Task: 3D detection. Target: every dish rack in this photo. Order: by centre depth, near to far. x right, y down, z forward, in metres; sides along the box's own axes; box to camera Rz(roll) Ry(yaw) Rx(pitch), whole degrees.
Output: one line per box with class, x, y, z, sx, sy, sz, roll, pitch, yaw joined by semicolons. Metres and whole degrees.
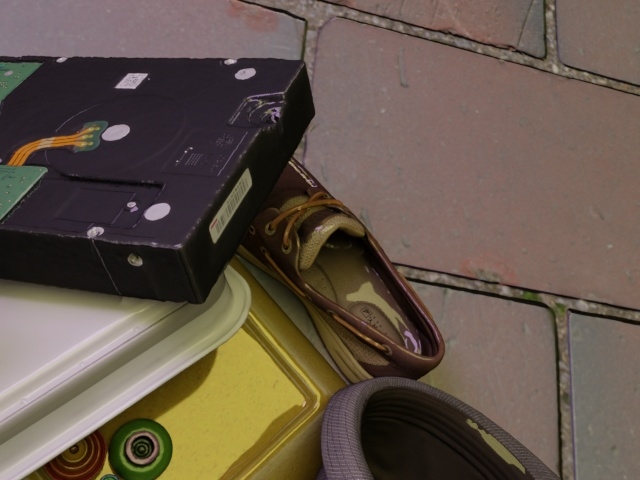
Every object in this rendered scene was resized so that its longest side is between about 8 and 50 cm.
dish rack;-0.252;0.051;0.594;0.332;0.072;0.285;-33;43;-22

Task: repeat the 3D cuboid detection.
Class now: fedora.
fedora;0.099;0.249;0.656;0.275;0.124;0.244;33;27;-1

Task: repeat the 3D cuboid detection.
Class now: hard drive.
hard drive;-0.199;-0.066;0.610;0.338;0.064;0.237;6;43;19

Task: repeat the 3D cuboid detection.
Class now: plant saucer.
plant saucer;-0.157;0.138;0.676;0.333;0.081;0.333;-39;83;-26

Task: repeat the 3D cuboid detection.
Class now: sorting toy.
sorting toy;-0.166;0.170;0.592;0.101;0.042;0.061;0;69;-17

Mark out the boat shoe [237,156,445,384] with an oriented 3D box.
boat shoe;0.000;0.000;0.754;0.123;0.123;0.342;-32;81;-25
